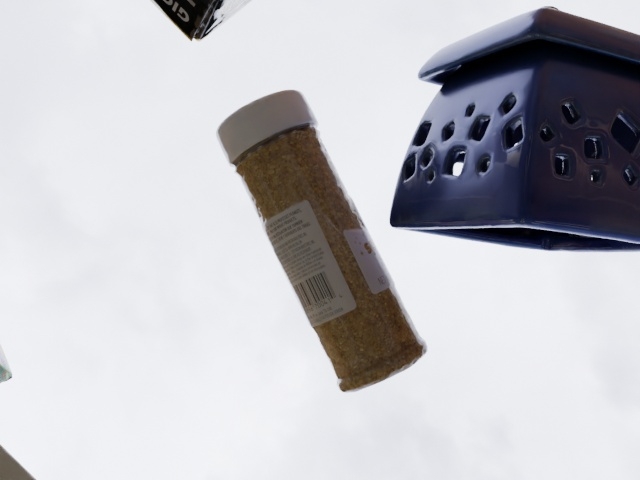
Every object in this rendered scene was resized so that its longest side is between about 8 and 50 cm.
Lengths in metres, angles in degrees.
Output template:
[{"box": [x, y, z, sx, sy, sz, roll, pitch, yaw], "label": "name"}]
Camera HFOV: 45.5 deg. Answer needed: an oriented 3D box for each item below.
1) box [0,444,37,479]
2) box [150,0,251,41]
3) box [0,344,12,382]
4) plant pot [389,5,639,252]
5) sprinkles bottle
[{"box": [-0.430, 0.204, 0.729, 0.148, 0.121, 0.311, -26, -70, 31], "label": "box"}, {"box": [-0.086, -0.363, 0.666, 0.257, 0.079, 0.322, 44, -119, -5], "label": "box"}, {"box": [-0.583, 0.124, 0.929, 0.290, 0.279, 0.177, -25, -111, -15], "label": "box"}, {"box": [0.232, -0.103, 0.790, 0.236, 0.236, 0.212, 7, -94, -24], "label": "plant pot"}, {"box": [0.000, 0.000, 0.919, 0.121, 0.121, 0.355, -26, -94, 1], "label": "sprinkles bottle"}]
